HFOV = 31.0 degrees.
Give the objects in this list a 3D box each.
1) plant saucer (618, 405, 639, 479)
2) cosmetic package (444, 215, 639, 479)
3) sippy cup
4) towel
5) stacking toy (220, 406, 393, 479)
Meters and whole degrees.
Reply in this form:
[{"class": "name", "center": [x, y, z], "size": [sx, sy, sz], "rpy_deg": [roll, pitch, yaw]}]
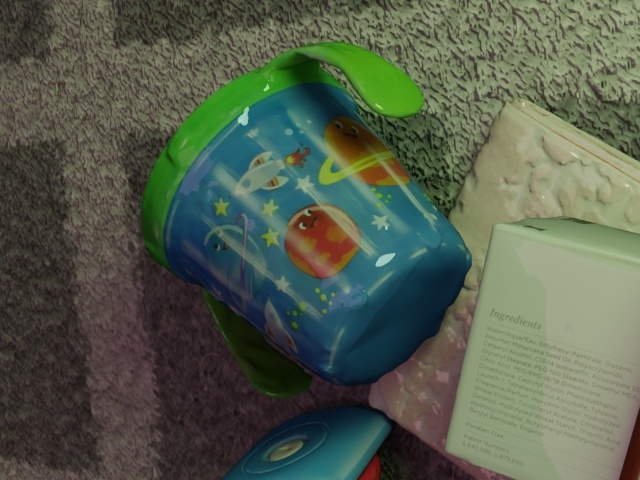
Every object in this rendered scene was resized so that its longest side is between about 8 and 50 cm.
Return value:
[{"class": "plant saucer", "center": [0.313, 0.117, 0.797], "size": [0.048, 0.258, 0.259], "rpy_deg": [29, 108, 60]}, {"class": "cosmetic package", "center": [0.207, 0.087, 0.879], "size": [0.151, 0.151, 0.183], "rpy_deg": [17, 102, 28]}, {"class": "sippy cup", "center": [0.000, 0.000, 1.005], "size": [0.240, 0.305, 0.224], "rpy_deg": [-40, 61, -11]}, {"class": "towel", "center": [0.221, 0.092, 1.000], "size": [0.317, 0.053, 0.332], "rpy_deg": [35, 115, 25]}, {"class": "stacking toy", "center": [0.026, 0.333, 1.137], "size": [0.175, 0.166, 0.302], "rpy_deg": [-17, 104, 31]}]
